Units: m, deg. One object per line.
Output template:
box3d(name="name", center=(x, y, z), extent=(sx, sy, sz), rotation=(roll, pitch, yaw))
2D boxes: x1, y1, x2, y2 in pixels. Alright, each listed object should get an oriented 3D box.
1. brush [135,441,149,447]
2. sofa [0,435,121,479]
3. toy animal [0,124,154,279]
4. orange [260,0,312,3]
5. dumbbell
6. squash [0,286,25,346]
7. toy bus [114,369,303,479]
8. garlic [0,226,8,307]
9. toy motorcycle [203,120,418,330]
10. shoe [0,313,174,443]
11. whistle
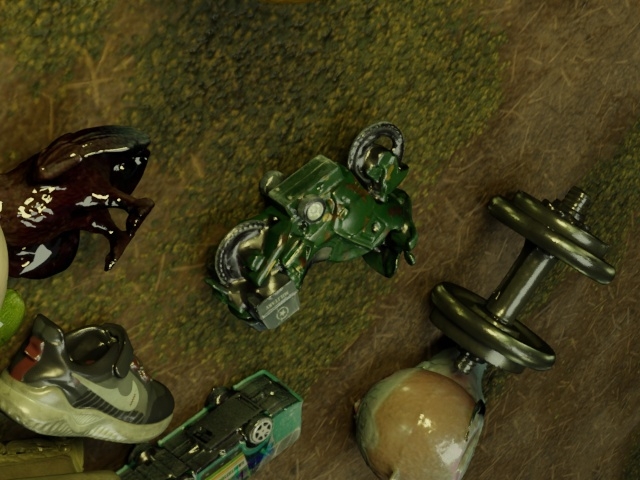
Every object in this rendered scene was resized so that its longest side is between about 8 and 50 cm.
box3d(name="brush", center=(-0.201, 0.251, 1.424), extent=(0.016, 0.013, 0.084), rotation=(-40, 139, -21))
box3d(name="sofa", center=(-0.318, 0.335, 1.225), extent=(0.200, 0.182, 0.258), rotation=(4, 117, -50))
box3d(name="toy animal", center=(-0.242, -0.043, 1.082), extent=(0.179, 0.116, 0.218), rotation=(14, 142, -24))
box3d(name="orange", center=(-0.024, -0.300, 0.973), extent=(0.236, 0.236, 0.236), rotation=(-28, 138, -29))
box3d(name="dumbbell", center=(0.267, 0.056, 1.614), extent=(0.192, 0.192, 0.290), rotation=(20, 105, -53))
box3d(name="squash", center=(-0.370, 0.125, 1.086), extent=(0.252, 0.066, 0.066), rotation=(-41, 143, -15))
box3d(name="toy bus", center=(-0.134, 0.255, 1.425), extent=(0.261, 0.091, 0.109), rotation=(-33, 140, -30))
box3d(name="garlic", center=(-0.382, 0.027, 0.842), extent=(0.322, 0.241, 0.322), rotation=(-2, 100, -10))
box3d(name="toy motorcycle", center=(0.000, 0.000, 1.344), extent=(0.274, 0.125, 0.187), rotation=(-36, 132, -17))
box3d(name="shoe", center=(-0.226, 0.137, 1.236), extent=(0.227, 0.099, 0.112), rotation=(10, 106, -50))
box3d(name="whistle", center=(0.161, 0.222, 1.706), extent=(0.348, 0.189, 0.189), rotation=(-48, 150, -42))
